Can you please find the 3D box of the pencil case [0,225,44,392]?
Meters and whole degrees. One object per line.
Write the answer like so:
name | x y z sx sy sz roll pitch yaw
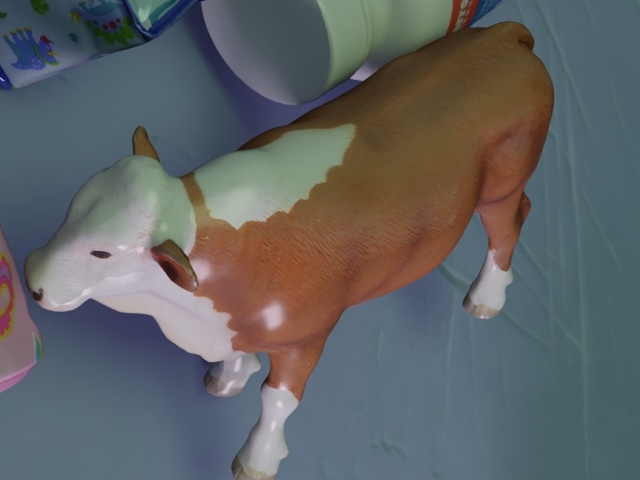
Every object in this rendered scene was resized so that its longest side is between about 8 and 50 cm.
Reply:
pencil case | -0.216 -0.054 0.757 0.124 0.124 0.284 -25 98 -39

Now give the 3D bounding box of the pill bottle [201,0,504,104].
pill bottle | 0.041 -0.162 0.984 0.221 0.124 0.124 -39 105 -36

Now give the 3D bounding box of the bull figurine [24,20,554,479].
bull figurine | 0.000 0.000 0.880 0.310 0.101 0.188 -28 143 -33

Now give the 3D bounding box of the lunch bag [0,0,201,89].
lunch bag | -0.092 -0.150 0.873 0.096 0.129 0.151 55 51 -21
